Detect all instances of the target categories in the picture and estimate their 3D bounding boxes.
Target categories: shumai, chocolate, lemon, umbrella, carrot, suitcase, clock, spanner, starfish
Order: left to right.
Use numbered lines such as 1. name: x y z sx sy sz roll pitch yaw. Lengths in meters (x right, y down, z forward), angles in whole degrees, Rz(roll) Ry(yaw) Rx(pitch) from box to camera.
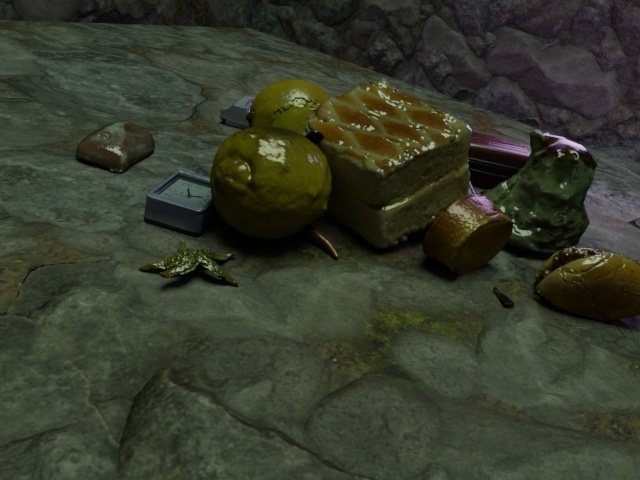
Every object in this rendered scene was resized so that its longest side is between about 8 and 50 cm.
1. chocolate: -0.574 -0.285 1.537 0.161 0.083 0.261 16 27 -1
2. clock: -0.323 -0.096 1.318 0.145 0.073 0.193 17 28 3
3. starfish: -0.269 0.039 1.131 0.208 0.053 0.176 2 20 -36
4. clock: -0.242 -0.477 2.060 0.253 0.083 0.186 15 27 1
5. lemon: -0.112 -0.133 1.288 0.285 0.285 0.316 29 -12 26
6. spanner: -0.097 -0.214 1.444 0.087 0.316 0.024 21 59 -28
7. lemon: -0.082 -0.369 1.729 0.297 0.297 0.297 12 28 -6
8. carrot: 0.000 0.000 1.342 0.035 0.035 0.142 -16 45 -45
9. suitcase: 0.653 -0.309 2.098 0.297 0.161 0.236 13 27 -5
10. umbrella: 0.445 0.140 1.314 0.031 0.020 0.083 4 24 -22
11. shumai: 0.669 -0.157 1.651 0.398 0.323 0.324 -5 35 -30

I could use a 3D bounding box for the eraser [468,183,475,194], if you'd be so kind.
1. eraser: 0.403 -0.118 1.637 0.124 0.081 0.279 7 44 -15

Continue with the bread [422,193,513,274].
1. bread: 0.375 -0.020 1.392 0.270 0.195 0.143 -8 41 -44

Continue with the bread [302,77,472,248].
1. bread: 0.176 -0.218 1.489 0.371 0.279 0.390 -29 48 -25

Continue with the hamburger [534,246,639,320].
1. hamburger: 0.692 0.101 1.356 0.282 0.245 0.155 -26 28 18
